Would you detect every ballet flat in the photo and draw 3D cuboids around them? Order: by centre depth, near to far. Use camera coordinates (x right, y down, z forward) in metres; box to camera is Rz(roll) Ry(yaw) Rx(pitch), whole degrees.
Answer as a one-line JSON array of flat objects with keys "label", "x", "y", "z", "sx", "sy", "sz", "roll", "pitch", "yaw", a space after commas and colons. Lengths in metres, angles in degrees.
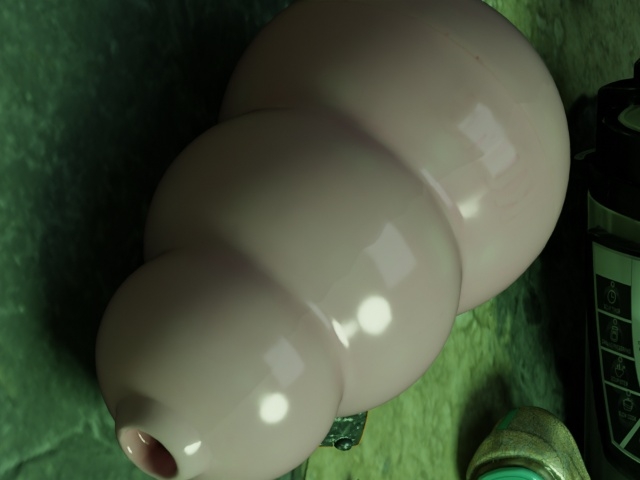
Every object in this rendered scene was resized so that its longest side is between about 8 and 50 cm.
[{"label": "ballet flat", "x": 0.203, "y": 0.257, "z": 1.240, "sx": 0.106, "sy": 0.108, "sz": 0.316, "roll": -67, "pitch": 140, "yaw": -56}]

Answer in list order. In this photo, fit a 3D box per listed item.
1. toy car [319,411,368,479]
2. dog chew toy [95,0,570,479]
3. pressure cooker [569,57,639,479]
[{"label": "toy car", "x": 0.001, "y": 0.138, "z": 1.018, "sx": 0.040, "sy": 0.060, "sz": 0.122, "roll": -123, "pitch": -158, "yaw": -54}, {"label": "dog chew toy", "x": 0.000, "y": 0.000, "z": 0.880, "sx": 0.332, "sy": 0.207, "sz": 0.206, "roll": -51, "pitch": 128, "yaw": -37}, {"label": "pressure cooker", "x": 0.386, "y": 0.026, "z": 1.273, "sx": 0.375, "sy": 0.370, "sz": 0.420, "roll": -94, "pitch": -177, "yaw": -76}]
